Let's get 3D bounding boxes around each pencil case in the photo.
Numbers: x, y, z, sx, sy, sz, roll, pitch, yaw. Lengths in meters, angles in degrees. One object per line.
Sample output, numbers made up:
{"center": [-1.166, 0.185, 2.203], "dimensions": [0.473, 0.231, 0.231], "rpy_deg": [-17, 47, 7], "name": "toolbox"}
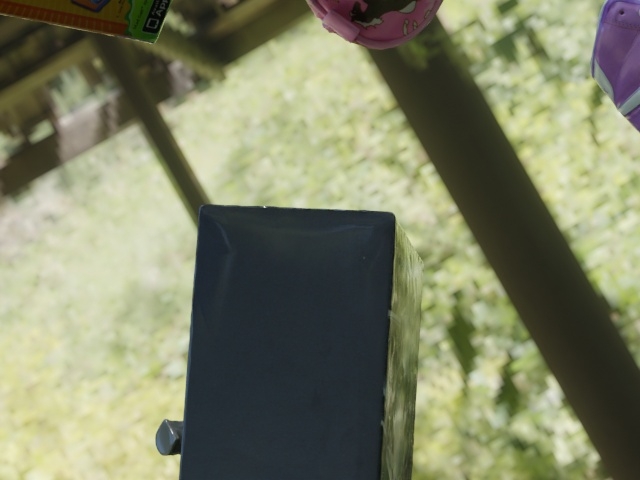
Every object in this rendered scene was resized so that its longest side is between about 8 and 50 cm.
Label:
{"center": [0.064, -0.343, 2.078], "dimensions": [0.160, 0.167, 0.386], "rpy_deg": [0, 24, 2], "name": "pencil case"}

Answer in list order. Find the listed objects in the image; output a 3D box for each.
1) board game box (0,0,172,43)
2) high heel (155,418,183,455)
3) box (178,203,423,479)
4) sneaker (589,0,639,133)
{"center": [-0.320, -0.429, 1.743], "dimensions": [0.356, 0.356, 0.356], "rpy_deg": [3, -67, -59], "name": "board game box"}
{"center": [-0.056, 0.164, 2.171], "dimensions": [0.186, 0.093, 0.261], "rpy_deg": [5, -43, -40], "name": "high heel"}
{"center": [-0.011, 0.160, 1.740], "dimensions": [0.179, 0.343, 0.312], "rpy_deg": [2, -8, 9], "name": "box"}
{"center": [0.335, -0.207, 1.619], "dimensions": [0.102, 0.161, 0.282], "rpy_deg": [-32, -16, -53], "name": "sneaker"}
